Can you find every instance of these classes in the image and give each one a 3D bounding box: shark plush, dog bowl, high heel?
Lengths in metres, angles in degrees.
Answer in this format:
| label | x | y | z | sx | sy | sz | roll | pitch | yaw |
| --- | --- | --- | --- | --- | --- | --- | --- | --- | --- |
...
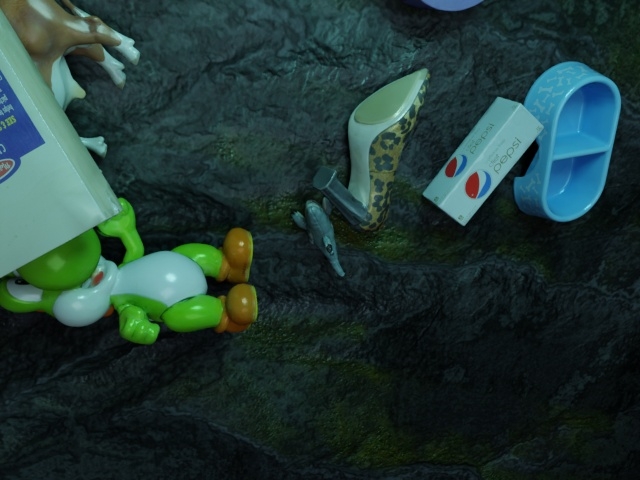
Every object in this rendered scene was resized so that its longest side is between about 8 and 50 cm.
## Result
| label | x | y | z | sx | sy | sz | roll | pitch | yaw |
| --- | --- | --- | --- | --- | --- | --- | --- | --- | --- |
| shark plush | 0.000 | 0.000 | 0.874 | 0.073 | 0.067 | 0.161 | -16 | 119 | -11 |
| dog bowl | 0.454 | -0.168 | 0.941 | 0.165 | 0.074 | 0.298 | -11 | 119 | -14 |
| high heel | 0.116 | -0.139 | 0.853 | 0.261 | 0.093 | 0.186 | -50 | 138 | 0 |

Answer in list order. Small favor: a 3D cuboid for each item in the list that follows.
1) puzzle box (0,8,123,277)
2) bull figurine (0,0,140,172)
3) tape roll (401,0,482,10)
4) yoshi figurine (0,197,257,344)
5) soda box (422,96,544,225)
| label | x | y | z | sx | sy | sz | roll | pitch | yaw |
| --- | --- | --- | --- | --- | --- | --- | --- | --- | --- |
| puzzle box | -0.472 | -0.057 | 0.600 | 0.408 | 0.052 | 0.272 | -25 | 102 | 10 |
| bull figurine | -0.361 | -0.165 | 0.654 | 0.188 | 0.101 | 0.311 | 13 | 117 | -31 |
| tape roll | 0.175 | -0.425 | 0.716 | 0.188 | 0.080 | 0.189 | -8 | 117 | -15 |
| yoshi figurine | -0.275 | 0.044 | 0.746 | 0.361 | 0.203 | 0.203 | 2 | 99 | -17 |
| soda box | 0.281 | -0.138 | 0.901 | 0.073 | 0.069 | 0.216 | 31 | 102 | -28 |
